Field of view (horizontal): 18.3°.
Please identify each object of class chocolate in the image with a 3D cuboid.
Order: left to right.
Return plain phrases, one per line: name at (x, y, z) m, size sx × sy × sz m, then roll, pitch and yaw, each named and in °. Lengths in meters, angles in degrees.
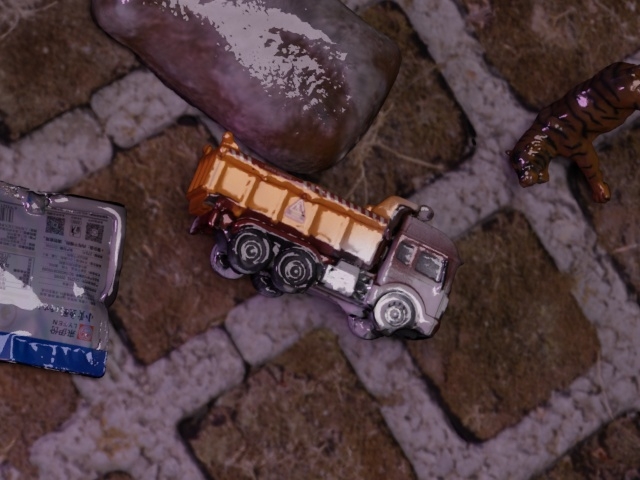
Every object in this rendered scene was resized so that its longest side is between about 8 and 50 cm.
chocolate at (-0.063, -0.206, 1.947) m, size 0.303 × 0.100 × 0.185 m, roll 37°, pitch 75°, yaw -8°

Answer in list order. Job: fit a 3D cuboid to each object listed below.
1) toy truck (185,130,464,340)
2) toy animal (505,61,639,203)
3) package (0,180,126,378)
toy truck at (0.000, 0.000, 1.930) m, size 0.270 × 0.114 × 0.135 m, roll 25°, pitch 80°, yaw -12°
toy animal at (0.308, -0.146, 2.017) m, size 0.116 × 0.255 × 0.114 m, roll 23°, pitch 44°, yaw -33°
package at (-0.273, 0.034, 1.873) m, size 0.171 × 0.027 × 0.173 m, roll 12°, pitch 79°, yaw -21°
